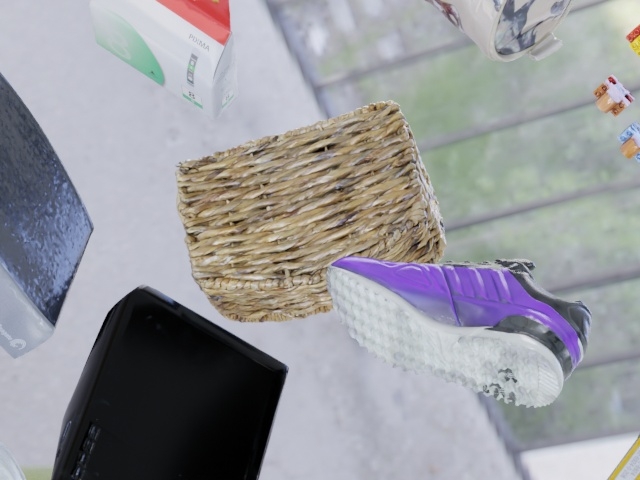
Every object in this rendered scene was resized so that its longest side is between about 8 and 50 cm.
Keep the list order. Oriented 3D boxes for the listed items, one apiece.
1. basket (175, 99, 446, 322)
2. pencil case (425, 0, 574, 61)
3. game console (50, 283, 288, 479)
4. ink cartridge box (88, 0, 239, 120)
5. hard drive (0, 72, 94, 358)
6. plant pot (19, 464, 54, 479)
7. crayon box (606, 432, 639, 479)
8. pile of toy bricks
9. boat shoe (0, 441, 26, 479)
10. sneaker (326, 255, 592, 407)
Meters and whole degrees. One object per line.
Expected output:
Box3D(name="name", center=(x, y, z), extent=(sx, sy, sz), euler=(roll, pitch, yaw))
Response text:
Box3D(name="basket", center=(0.000, 0.000, 2.167), extent=(0.223, 0.299, 0.213), euler=(65, 10, -62))
Box3D(name="pencil case", center=(0.110, -0.361, 2.072), extent=(0.160, 0.410, 0.183), euler=(-48, 156, -12))
Box3D(name="game console", center=(-0.010, 0.192, 1.183), extent=(0.361, 0.044, 0.213), euler=(31, 47, -18))
Box3D(name="ink cartridge box", center=(-0.179, -0.245, 1.993), extent=(0.056, 0.181, 0.225), euler=(-51, 165, -17))
Box3D(name="hard drive", center=(-0.278, -0.041, 1.500), extent=(0.172, 0.054, 0.255), euler=(-75, 147, -42))
Box3D(name="plant pot", center=(-0.201, 0.348, 1.846), extent=(0.275, 0.293, 0.275), euler=(28, 55, -49))
Box3D(name="crayon box", center=(0.378, 0.337, 1.624), extent=(0.203, 0.323, 0.083), euler=(-45, 157, -34))
Box3D(name="pile of toy bricks", center=(0.328, -0.090, 1.585), extent=(0.212, 0.118, 0.105), euler=(47, 28, 3))
Box3D(name="boat shoe", center=(-0.263, 0.337, 1.574), extent=(0.136, 0.156, 0.367), euler=(3, 71, -41))
Box3D(name="sneaker", center=(0.151, 0.068, 1.859), extent=(0.146, 0.293, 0.102), euler=(-46, 144, -35))
